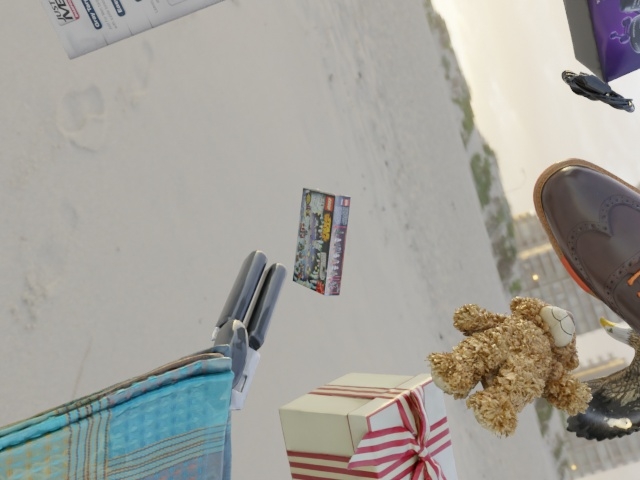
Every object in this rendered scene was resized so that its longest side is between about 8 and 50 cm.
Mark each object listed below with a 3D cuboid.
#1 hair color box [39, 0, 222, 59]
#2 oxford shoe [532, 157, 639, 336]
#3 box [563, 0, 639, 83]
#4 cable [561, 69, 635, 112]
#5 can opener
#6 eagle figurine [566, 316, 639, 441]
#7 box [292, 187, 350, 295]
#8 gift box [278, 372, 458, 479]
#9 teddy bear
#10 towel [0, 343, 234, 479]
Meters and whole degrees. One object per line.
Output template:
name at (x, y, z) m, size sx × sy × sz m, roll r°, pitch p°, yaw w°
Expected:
hair color box at (-0.242, -0.406, 1.112) m, size 0.105 × 0.347 × 0.174 m, roll -70°, pitch 142°, yaw -60°
oxford shoe at (0.281, 0.038, 0.622) m, size 0.271 × 0.097 × 0.098 m, roll 47°, pitch 9°, yaw 4°
box at (0.406, -0.363, 0.985) m, size 0.103 × 0.184 × 0.261 m, roll -108°, pitch 172°, yaw -55°
cable at (0.647, -0.342, 1.802) m, size 0.150 × 0.184 × 0.047 m, roll -83°, pitch -161°, yaw -82°
can opener at (-0.097, 0.110, 1.067) m, size 0.076 × 0.095 × 0.283 m, roll 33°, pitch 39°, yaw -13°
eagle figurine at (0.576, 0.219, 1.355) m, size 0.298 × 0.226 × 0.225 m, roll -68°, pitch -158°, yaw 13°
box at (0.000, 0.000, 1.063) m, size 0.094 × 0.027 × 0.137 m, roll 18°, pitch -77°, yaw 58°
gift box at (0.092, 0.398, 1.412) m, size 0.276 × 0.258 × 0.255 m, roll -23°, pitch 102°, yaw -47°
teddy bear at (0.318, 0.187, 1.248) m, size 0.245 × 0.338 × 0.113 m, roll 51°, pitch -42°, yaw 42°
towel at (-0.237, 0.261, 0.682) m, size 0.040 × 0.370 × 0.272 m, roll 35°, pitch -50°, yaw 42°
